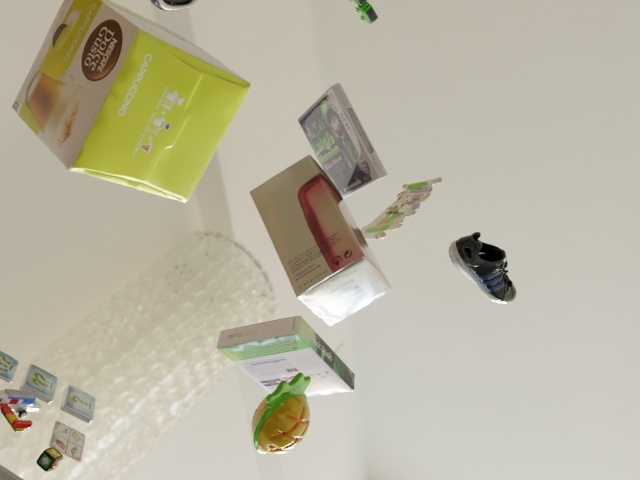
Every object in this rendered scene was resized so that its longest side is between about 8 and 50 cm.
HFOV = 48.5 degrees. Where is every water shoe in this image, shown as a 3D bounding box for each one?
[{"bbox_3d":[0.341,0.059,1.403,0.203,0.073,0.080,35,-48,-29],"label":"water shoe"}]

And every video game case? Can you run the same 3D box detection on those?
[{"bbox_3d":[0.033,-0.167,1.248,0.173,0.022,0.190,62,-20,-2],"label":"video game case"}]

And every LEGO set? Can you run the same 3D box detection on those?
[{"bbox_3d":[-0.394,0.222,0.990,0.182,0.244,0.060,35,-86,-18],"label":"LEGO set"}]

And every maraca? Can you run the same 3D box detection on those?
[{"bbox_3d":[-0.070,0.322,1.315,0.099,0.127,0.186,35,-54,31],"label":"maraca"}]

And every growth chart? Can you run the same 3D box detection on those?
[{"bbox_3d":[0.170,-0.068,1.568,0.021,0.237,0.172,56,-29,-13],"label":"growth chart"}]

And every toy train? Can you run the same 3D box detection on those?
[{"bbox_3d":[0.041,-0.283,0.815,0.083,0.017,0.023,48,-3,-41],"label":"toy train"}]

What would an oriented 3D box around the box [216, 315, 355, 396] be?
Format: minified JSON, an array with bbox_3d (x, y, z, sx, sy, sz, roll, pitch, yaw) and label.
[{"bbox_3d":[-0.081,0.308,1.812,0.232,0.059,0.322,-13,-40,23],"label":"box"}]

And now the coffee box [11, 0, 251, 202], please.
[{"bbox_3d":[-0.440,-0.337,1.662,0.334,0.338,0.338,40,-75,37],"label":"coffee box"}]

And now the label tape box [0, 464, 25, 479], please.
[{"bbox_3d":[-0.155,0.350,0.546,0.347,0.115,0.249,31,-47,7],"label":"label tape box"}]

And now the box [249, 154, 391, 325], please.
[{"bbox_3d":[0.000,0.000,1.189,0.126,0.148,0.232,-31,-123,8],"label":"box"}]

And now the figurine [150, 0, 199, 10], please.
[{"bbox_3d":[-0.256,-0.498,1.078,0.209,0.092,0.215,50,-39,27],"label":"figurine"}]
